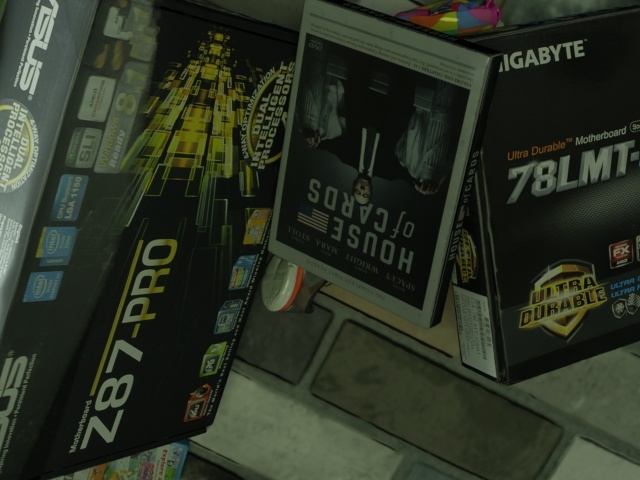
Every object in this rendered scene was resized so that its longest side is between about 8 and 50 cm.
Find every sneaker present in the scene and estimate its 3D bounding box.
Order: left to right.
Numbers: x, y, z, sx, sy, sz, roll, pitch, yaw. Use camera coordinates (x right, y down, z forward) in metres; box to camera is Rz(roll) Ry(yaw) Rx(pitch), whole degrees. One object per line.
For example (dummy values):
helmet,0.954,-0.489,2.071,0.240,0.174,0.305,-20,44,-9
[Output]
sneaker,0.000,0.000,0.994,0.064,0.061,0.158,20,104,-33

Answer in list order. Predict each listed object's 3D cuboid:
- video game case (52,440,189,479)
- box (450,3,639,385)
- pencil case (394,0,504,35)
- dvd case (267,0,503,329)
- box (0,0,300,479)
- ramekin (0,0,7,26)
video game case,-0.229,0.237,1.055,0.166,0.015,0.119,17,101,-5
box,0.246,-0.053,0.915,0.295,0.073,0.294,-13,106,-23
pencil case,0.125,-0.106,0.939,0.104,0.104,0.237,-7,106,1
dvd case,0.045,-0.066,0.862,0.179,0.029,0.239,25,119,30
box,-0.157,-0.006,0.852,0.097,0.318,0.395,26,103,29
ramekin,-0.315,-0.154,0.821,0.148,0.303,0.304,18,102,-9
